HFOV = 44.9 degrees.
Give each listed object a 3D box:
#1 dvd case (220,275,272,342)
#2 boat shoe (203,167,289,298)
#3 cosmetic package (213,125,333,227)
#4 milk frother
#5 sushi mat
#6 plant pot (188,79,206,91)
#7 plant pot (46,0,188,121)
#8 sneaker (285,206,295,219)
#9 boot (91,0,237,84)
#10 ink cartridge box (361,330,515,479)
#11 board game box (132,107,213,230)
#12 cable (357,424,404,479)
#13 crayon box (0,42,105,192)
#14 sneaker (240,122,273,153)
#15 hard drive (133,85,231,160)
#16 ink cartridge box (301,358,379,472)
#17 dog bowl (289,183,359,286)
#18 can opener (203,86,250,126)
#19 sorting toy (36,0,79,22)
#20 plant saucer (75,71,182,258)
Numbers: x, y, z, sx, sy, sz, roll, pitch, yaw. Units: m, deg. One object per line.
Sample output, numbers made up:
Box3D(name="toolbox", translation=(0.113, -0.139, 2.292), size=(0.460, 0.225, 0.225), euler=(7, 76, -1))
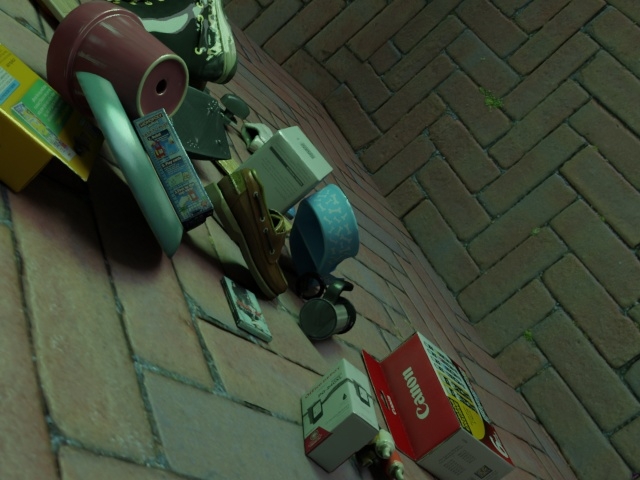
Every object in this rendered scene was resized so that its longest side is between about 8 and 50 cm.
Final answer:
Box3D(name="dvd case", translation=(-0.133, 0.123, 1.381), size=(0.087, 0.013, 0.119), euler=(37, 19, -42))
Box3D(name="boat shoe", translation=(-0.107, -0.005, 1.450), size=(0.110, 0.104, 0.307), euler=(58, -5, 42))
Box3D(name="cosmetic package", translation=(-0.109, -0.121, 1.675), size=(0.138, 0.225, 0.224), euler=(51, 14, -3))
Box3D(name="milk frother", translation=(-0.008, 0.133, 1.617), size=(0.143, 0.129, 0.135), euler=(8, 0, 19))
Box3D(name="sushi mat", translation=(-0.182, -0.135, 1.926), size=(0.316, 0.019, 0.151), euler=(49, 12, -1))
Box3D(name="plant pot", translation=(-0.348, -0.420, 1.852), size=(0.215, 0.215, 0.230), euler=(36, 33, -44))
Box3D(name="plant pot", translation=(-0.340, -0.292, 1.346), size=(0.180, 0.201, 0.201), euler=(28, 5, 22))
Box3D(name="sneaker", translation=(-0.103, -0.144, 2.057), size=(0.069, 0.082, 0.209), euler=(51, 7, -51))
Box3D(name="boot", translation=(-0.359, -0.513, 1.688), size=(0.284, 0.138, 0.377), euler=(-14, 85, -40))
Box3D(name="ink cartridge box", translation=(0.247, 0.362, 1.688), size=(0.272, 0.130, 0.309), euler=(40, 17, -31))
Box3D(name="board game box", translation=(-0.252, -0.120, 1.336), size=(0.194, 0.060, 0.194), euler=(65, -9, 0))
Box3D(name="cable", translation=(0.107, 0.344, 1.410), size=(0.139, 0.072, 0.287), euler=(52, 12, -13))
Box3D(name="crayon box", translation=(-0.460, -0.198, 1.069), size=(0.323, 0.083, 0.203), euler=(43, 14, -23))
Box3D(name="sneaker", translation=(-0.156, -0.255, 2.239), size=(0.232, 0.090, 0.115), euler=(45, 17, 22))
Box3D(name="hard drive", translation=(-0.303, -0.255, 1.648), size=(0.255, 0.054, 0.172), euler=(9, 61, -56))
Box3D(name="ink cartridge box", translation=(0.028, 0.279, 1.250), size=(0.063, 0.109, 0.150), euler=(40, 15, -20))
Box3D(name="dog bowl", translation=(0.000, 0.000, 1.694), size=(0.166, 0.074, 0.297), euler=(64, -22, 21))
Box3D(name="can opener", translation=(-0.311, -0.414, 2.122), size=(0.283, 0.095, 0.076), euler=(38, 16, -40))
Box3D(name="sorting toy", translation=(-0.537, -0.472, 1.701), size=(0.193, 0.038, 0.208), euler=(50, 9, 4))
Box3D(name="plant saucer", translation=(-0.288, -0.121, 1.205), size=(0.317, 0.044, 0.317), euler=(61, -10, 18))
